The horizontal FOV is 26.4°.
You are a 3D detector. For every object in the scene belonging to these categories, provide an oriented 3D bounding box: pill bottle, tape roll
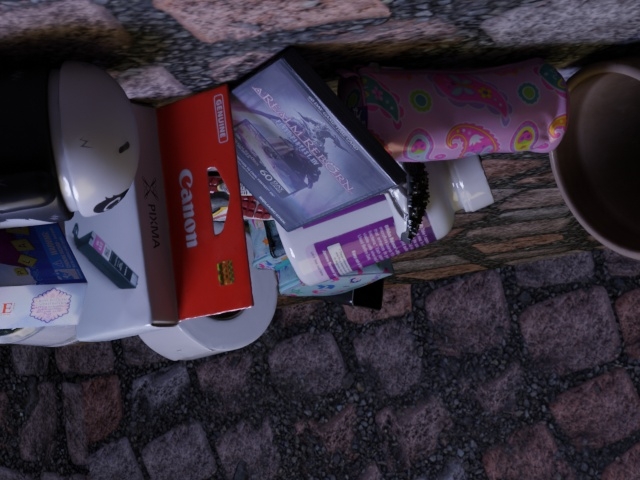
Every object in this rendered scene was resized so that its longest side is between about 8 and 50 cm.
[{"bbox_3d":[0.089,-0.060,1.970,0.301,0.169,0.169,-20,170,6],"label":"pill bottle"},{"bbox_3d":[-0.226,0.098,2.585,0.246,0.246,0.169,-2,171,-32],"label":"tape roll"}]

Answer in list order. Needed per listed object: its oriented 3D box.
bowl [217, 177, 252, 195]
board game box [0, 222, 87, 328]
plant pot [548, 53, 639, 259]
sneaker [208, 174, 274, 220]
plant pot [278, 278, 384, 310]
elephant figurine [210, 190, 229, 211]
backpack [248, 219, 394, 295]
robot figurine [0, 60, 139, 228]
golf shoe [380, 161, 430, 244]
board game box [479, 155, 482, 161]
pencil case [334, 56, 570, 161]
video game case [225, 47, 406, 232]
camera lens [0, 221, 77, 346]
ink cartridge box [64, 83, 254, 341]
[{"bbox_3d":[-0.059,-0.117,1.839,0.170,0.080,0.170,-6,171,-1],"label":"bowl"},{"bbox_3d":[-0.458,-0.020,1.508,0.318,0.319,0.066,-3,128,-31],"label":"board game box"},{"bbox_3d":[0.462,-0.132,1.743,0.229,0.263,0.263,-23,180,-30],"label":"plant pot"},{"bbox_3d":[-0.119,-0.073,2.114,0.225,0.088,0.092,0,178,15],"label":"sneaker"},{"bbox_3d":[0.020,0.033,2.613,0.167,0.188,0.187,2,175,20],"label":"plant pot"},{"bbox_3d":[-0.264,-0.068,1.858,0.169,0.186,0.239,-41,-169,-14],"label":"elephant figurine"},{"bbox_3d":[0.000,0.000,2.360,0.225,0.191,0.253,-2,175,-35],"label":"backpack"},{"bbox_3d":[-0.329,-0.095,1.432,0.278,0.209,0.173,-7,157,-1],"label":"robot figurine"},{"bbox_3d":[0.095,-0.092,1.843,0.093,0.198,0.077,2,-158,20],"label":"golf shoe"},{"bbox_3d":[0.162,-0.116,2.098,0.168,0.033,0.133,-13,-154,15],"label":"board game box"},{"bbox_3d":[0.153,-0.157,1.636,0.284,0.124,0.124,-4,171,-17],"label":"pencil case"},{"bbox_3d":[-0.036,-0.111,1.628,0.026,0.196,0.274,-49,-166,-27],"label":"video game case"},{"bbox_3d":[-0.464,0.061,2.213,0.219,0.219,0.274,-9,171,16],"label":"camera lens"},{"bbox_3d":[-0.202,-0.032,1.626,0.239,0.275,0.060,-14,169,36],"label":"ink cartridge box"}]
